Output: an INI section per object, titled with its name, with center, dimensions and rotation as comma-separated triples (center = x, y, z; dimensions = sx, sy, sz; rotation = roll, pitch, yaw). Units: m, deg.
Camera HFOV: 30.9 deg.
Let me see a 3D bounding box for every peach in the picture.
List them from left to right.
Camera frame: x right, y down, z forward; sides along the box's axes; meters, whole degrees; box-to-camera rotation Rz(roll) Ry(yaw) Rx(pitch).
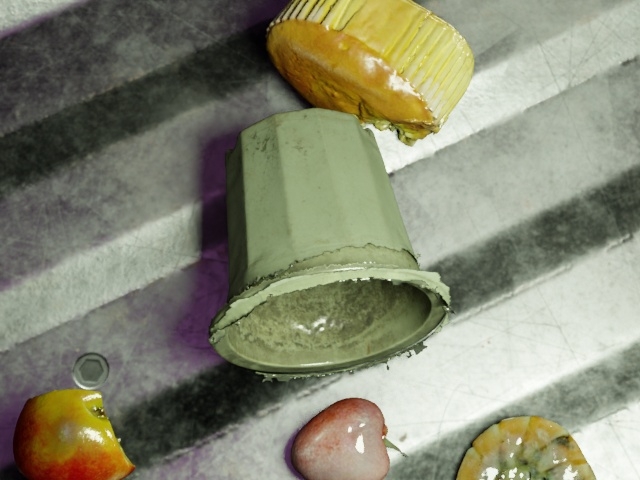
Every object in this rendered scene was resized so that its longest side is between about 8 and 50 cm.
[peach]
center = -0.296, 0.236, 1.351
dimensions = 0.118, 0.151, 0.151
rotation = -39, 77, -22

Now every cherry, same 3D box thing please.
[cherry]
center = 0.030, 0.244, 1.360
dimensions = 0.126, 0.087, 0.106
rotation = -30, 72, -10

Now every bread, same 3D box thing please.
[bread]
center = 0.057, -0.223, 1.444
dimensions = 0.250, 0.179, 0.133
rotation = 32, 69, 0

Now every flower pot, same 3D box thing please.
[flower pot]
center = 0.000, 0.000, 1.355
dimensions = 0.290, 0.290, 0.259
rotation = -8, 61, -1

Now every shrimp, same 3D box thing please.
[shrimp]
center = 0.278, 0.345, 1.348
dimensions = 0.169, 0.058, 0.296
rotation = -37, 73, -1
